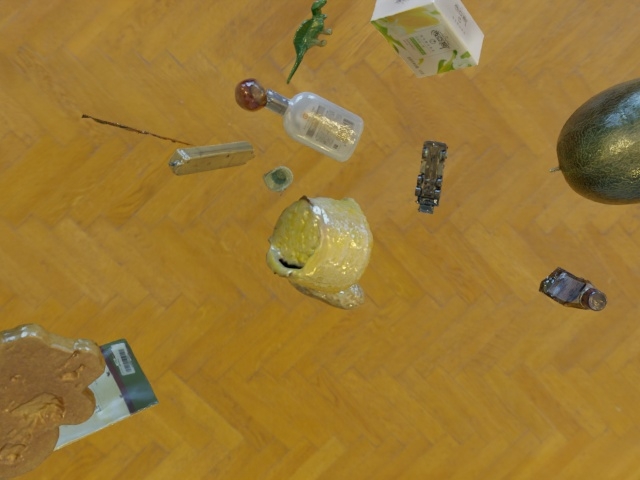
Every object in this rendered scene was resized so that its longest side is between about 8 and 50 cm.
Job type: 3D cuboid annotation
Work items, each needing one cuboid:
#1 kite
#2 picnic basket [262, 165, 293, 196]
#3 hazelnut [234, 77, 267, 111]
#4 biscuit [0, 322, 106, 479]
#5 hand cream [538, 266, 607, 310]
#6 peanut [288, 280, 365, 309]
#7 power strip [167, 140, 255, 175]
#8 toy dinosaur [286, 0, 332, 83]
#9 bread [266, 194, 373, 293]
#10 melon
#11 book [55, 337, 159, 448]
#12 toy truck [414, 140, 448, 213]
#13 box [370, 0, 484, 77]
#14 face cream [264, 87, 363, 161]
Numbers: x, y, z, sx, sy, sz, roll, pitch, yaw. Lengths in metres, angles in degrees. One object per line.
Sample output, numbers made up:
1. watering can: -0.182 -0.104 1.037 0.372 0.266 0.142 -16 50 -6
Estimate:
1. kite: -0.341 -0.207 1.325 0.232 0.189 0.009 13 95 -27
2. picnic basket: -0.109 -0.154 1.751 0.083 0.083 0.065 -23 108 23
3. hazelnut: -0.169 -0.350 1.661 0.087 0.086 0.086 -1 100 -7
4. biscuit: -0.382 0.211 0.861 0.184 0.035 0.248 24 106 -37
5. hand cream: 0.446 0.089 1.212 0.039 0.163 0.062 37 92 -13
6. peanut: 0.015 0.099 1.579 0.194 0.083 0.093 22 137 5
7. power strip: -0.273 -0.209 1.727 0.044 0.305 0.064 50 124 14
8. toy dinosaur: -0.022 -0.262 0.902 0.029 0.060 0.119 43 109 19
9. bread: 0.002 0.004 1.295 0.171 0.197 0.197 14 99 -40
10. melon: 0.294 -0.091 0.634 0.168 0.114 0.114 -18 103 26
11. book: -0.546 0.356 1.630 0.026 0.290 0.201 -44 71 40
12. toy truck: 0.314 -0.177 1.925 0.074 0.088 0.201 10 100 16
13. box: 0.287 -0.565 1.826 0.260 0.195 0.111 38 60 -41
14. face cream: -0.028 -0.331 1.896 0.291 0.071 0.143 22 91 -18
